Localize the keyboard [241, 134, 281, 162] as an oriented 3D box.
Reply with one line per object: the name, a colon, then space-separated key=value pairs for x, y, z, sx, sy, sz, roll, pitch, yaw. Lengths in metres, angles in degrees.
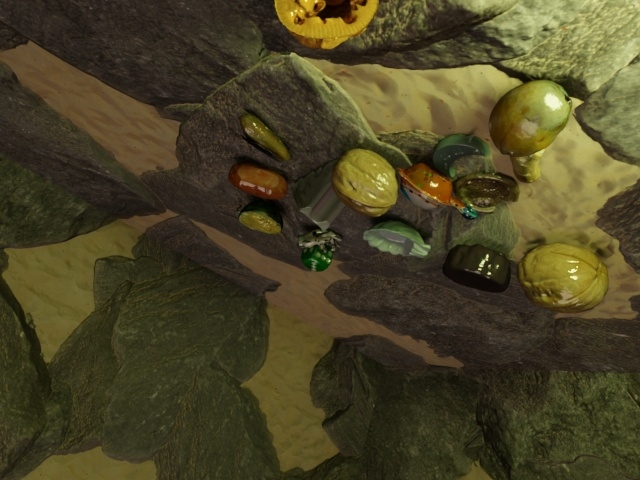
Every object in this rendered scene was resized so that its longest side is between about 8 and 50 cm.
keyboard: x=-0.227 y=-0.348 z=1.840 sx=0.196 sy=0.015 sz=0.074 roll=34 pitch=-177 yaw=34

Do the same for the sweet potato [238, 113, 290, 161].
sweet potato: x=-0.196 y=-0.376 z=1.812 sx=0.075 sy=0.075 sz=0.273 roll=-6 pitch=149 yaw=43

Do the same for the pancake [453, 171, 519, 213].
pancake: x=0.578 y=-0.168 z=1.704 sx=0.211 sy=0.029 sz=0.235 roll=26 pitch=152 yaw=-10

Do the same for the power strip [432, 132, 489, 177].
power strip: x=0.443 y=-0.282 z=1.556 sx=0.137 sy=0.044 sz=0.216 roll=27 pitch=154 yaw=-13

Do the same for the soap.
soap: x=0.030 y=-0.231 z=1.966 sx=0.159 sy=0.258 sz=0.302 roll=34 pitch=107 yaw=-26

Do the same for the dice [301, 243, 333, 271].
dice: x=-0.015 y=0.079 z=2.512 sx=0.128 sy=0.131 sz=0.120 roll=37 pitch=148 yaw=-30

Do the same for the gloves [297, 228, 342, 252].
gloves: x=-0.001 y=-0.006 z=2.373 sx=0.212 sy=0.111 sz=0.128 roll=-11 pitch=147 yaw=-2

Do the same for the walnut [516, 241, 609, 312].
walnut: x=0.907 y=0.144 z=1.832 sx=0.277 sy=0.252 sz=0.313 roll=16 pitch=162 yaw=-20

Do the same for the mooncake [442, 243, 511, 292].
mooncake: x=0.670 y=0.115 z=2.073 sx=0.282 sy=0.141 sz=0.283 roll=21 pitch=164 yaw=6

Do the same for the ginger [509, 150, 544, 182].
ginger: x=0.631 y=-0.240 z=1.477 sx=0.095 sy=0.069 sz=0.190 roll=-14 pitch=143 yaw=16

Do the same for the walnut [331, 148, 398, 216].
walnut: x=0.157 y=-0.202 z=1.708 sx=0.261 sy=0.225 sz=0.225 roll=37 pitch=160 yaw=20

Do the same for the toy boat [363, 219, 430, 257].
toy boat: x=0.333 y=-0.013 z=2.109 sx=0.290 sy=0.100 sz=0.199 roll=21 pitch=155 yaw=0

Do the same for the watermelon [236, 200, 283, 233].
watermelon: x=-0.280 y=-0.122 z=2.302 sx=0.232 sy=0.127 sz=0.204 roll=23 pitch=155 yaw=-10

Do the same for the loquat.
loquat: x=0.541 y=-0.318 z=1.264 sx=0.179 sy=0.179 sz=0.227 roll=20 pitch=152 yaw=0

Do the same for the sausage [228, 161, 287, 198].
sausage: x=-0.263 y=-0.249 z=2.045 sx=0.258 sy=0.133 sz=0.133 roll=17 pitch=155 yaw=-3

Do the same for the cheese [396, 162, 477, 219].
cheese: x=0.404 y=-0.165 z=1.676 sx=0.329 sy=0.217 sz=0.129 roll=25 pitch=115 yaw=-19

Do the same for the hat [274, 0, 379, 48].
hat: x=-0.010 y=-0.539 z=1.214 sx=0.233 sy=0.244 sz=0.233 roll=31 pitch=167 yaw=-6
